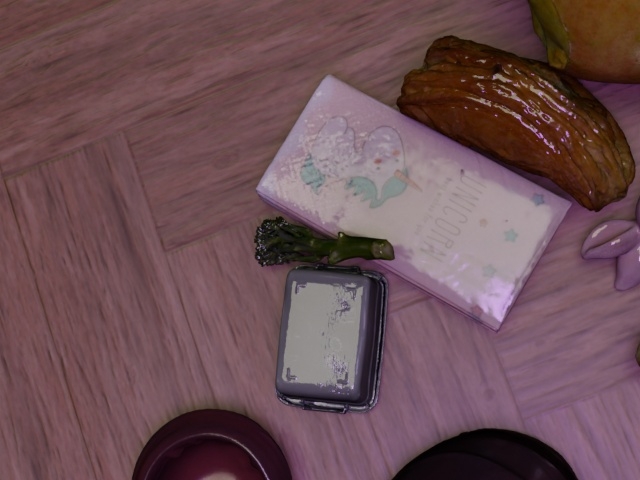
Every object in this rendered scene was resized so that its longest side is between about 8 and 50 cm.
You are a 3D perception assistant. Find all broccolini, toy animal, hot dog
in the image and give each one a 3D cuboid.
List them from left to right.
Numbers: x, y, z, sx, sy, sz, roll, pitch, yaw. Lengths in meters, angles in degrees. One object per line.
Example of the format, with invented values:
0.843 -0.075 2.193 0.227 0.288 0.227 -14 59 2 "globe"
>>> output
0.002 -0.002 1.240 0.067 0.216 0.058 -7 93 -36 "broccolini"
0.227 -0.137 1.236 0.272 0.196 0.122 28 110 13 "hot dog"
0.386 -0.034 1.215 0.212 0.124 0.124 -22 76 40 "toy animal"

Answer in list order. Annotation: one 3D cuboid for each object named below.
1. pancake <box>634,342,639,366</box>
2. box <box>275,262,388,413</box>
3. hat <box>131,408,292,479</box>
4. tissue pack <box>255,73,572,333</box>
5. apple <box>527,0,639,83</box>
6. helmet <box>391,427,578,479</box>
0.565 0.111 1.153 0.427 0.067 0.305 -28 95 17 "pancake"
0.008 0.108 1.269 0.124 0.093 0.172 3 82 9 "box"
-0.119 0.292 1.264 0.205 0.089 0.205 -1 86 11 "hat"
0.103 -0.045 1.289 0.325 0.071 0.170 29 86 11 "tissue pack"
0.343 -0.340 1.164 0.339 0.339 0.339 -1 81 9 "apple"
0.151 0.336 1.171 0.225 0.177 0.305 43 88 11 "helmet"
